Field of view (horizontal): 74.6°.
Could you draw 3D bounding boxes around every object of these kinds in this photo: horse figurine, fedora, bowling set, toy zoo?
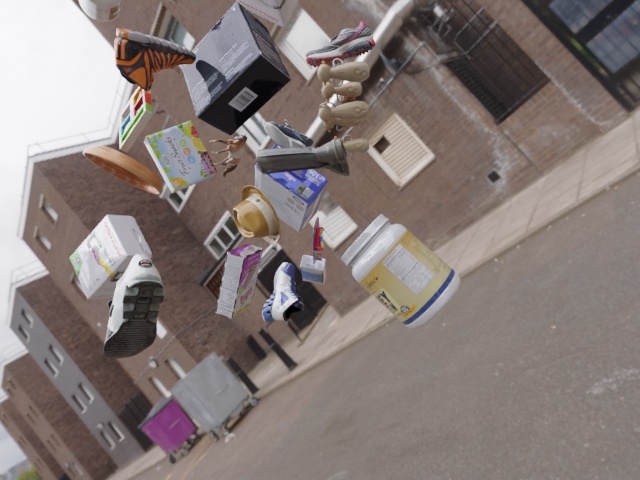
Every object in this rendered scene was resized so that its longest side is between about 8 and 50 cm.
[{"bbox_3d":[-0.451,-0.427,2.084,0.175,0.066,0.263,-16,-29,-18],"label":"horse figurine"},{"bbox_3d":[-0.191,-0.059,1.184,0.079,0.194,0.194,-30,-8,-28],"label":"fedora"},{"bbox_3d":[0.056,-0.412,1.318,0.154,0.287,0.200,-6,21,-9],"label":"bowling set"},{"bbox_3d":[-0.714,-0.492,1.618,0.030,0.293,0.192,26,-60,-42],"label":"toy zoo"}]

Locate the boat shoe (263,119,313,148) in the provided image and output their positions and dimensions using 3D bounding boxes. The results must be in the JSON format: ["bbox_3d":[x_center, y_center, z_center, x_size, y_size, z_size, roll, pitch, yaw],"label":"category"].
[{"bbox_3d":[-0.147,-0.483,1.912,0.079,0.255,0.095,-49,-25,-23],"label":"boat shoe"}]

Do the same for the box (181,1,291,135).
[{"bbox_3d":[-0.330,-0.645,1.600,0.343,0.312,0.179,-34,-27,23],"label":"box"}]

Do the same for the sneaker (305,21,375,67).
[{"bbox_3d":[0.075,-0.814,1.767,0.299,0.112,0.121,-21,5,-4],"label":"sneaker"}]

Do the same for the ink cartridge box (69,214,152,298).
[{"bbox_3d":[-0.804,0.062,1.608,0.278,0.201,0.117,-40,-18,20],"label":"ink cartridge box"}]

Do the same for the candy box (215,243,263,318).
[{"bbox_3d":[-0.288,0.142,1.503,0.159,0.071,0.233,-34,-39,-70],"label":"candy box"}]

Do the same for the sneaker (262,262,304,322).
[{"bbox_3d":[-0.153,0.278,2.115,0.127,0.182,0.315,55,-134,-51],"label":"sneaker"}]

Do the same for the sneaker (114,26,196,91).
[{"bbox_3d":[-0.588,-0.621,1.484,0.321,0.125,0.180,-17,-49,-57],"label":"sneaker"}]

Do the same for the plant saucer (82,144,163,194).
[{"bbox_3d":[-0.485,-0.179,1.051,0.200,0.200,0.037,123,172,-77],"label":"plant saucer"}]

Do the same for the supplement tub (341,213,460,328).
[{"bbox_3d":[0.241,0.092,1.297,0.228,0.316,0.228,-47,-7,-7],"label":"supplement tub"}]

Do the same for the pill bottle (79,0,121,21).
[{"bbox_3d":[-0.697,-0.799,1.334,0.131,0.131,0.229,-39,23,-19],"label":"pill bottle"}]

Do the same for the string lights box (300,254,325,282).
[{"bbox_3d":[-0.039,0.175,2.448,0.259,0.133,0.076,87,-164,-67],"label":"string lights box"}]

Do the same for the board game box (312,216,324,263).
[{"bbox_3d":[0.000,0.000,1.481,0.133,0.033,0.168,-74,-14,-54],"label":"board game box"}]

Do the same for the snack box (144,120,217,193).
[{"bbox_3d":[-0.498,-0.298,1.503,0.174,0.207,0.070,-30,8,-27],"label":"snack box"}]

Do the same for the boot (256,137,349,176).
[{"bbox_3d":[-0.038,-0.194,1.057,0.209,0.076,0.189,-13,-16,9],"label":"boot"}]

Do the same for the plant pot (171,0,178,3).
[{"bbox_3d":[-0.603,-1.017,1.637,0.109,0.096,0.109,116,167,-77],"label":"plant pot"}]

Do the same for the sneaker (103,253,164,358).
[{"bbox_3d":[-0.496,0.177,1.122,0.122,0.146,0.330,10,-56,-37],"label":"sneaker"}]

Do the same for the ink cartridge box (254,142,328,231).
[{"bbox_3d":[-0.130,-0.223,1.764,0.151,0.270,0.395,-53,-4,-19],"label":"ink cartridge box"}]

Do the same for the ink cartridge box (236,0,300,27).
[{"bbox_3d":[-0.269,-1.170,1.854,0.166,0.285,0.395,-60,-5,0],"label":"ink cartridge box"}]
